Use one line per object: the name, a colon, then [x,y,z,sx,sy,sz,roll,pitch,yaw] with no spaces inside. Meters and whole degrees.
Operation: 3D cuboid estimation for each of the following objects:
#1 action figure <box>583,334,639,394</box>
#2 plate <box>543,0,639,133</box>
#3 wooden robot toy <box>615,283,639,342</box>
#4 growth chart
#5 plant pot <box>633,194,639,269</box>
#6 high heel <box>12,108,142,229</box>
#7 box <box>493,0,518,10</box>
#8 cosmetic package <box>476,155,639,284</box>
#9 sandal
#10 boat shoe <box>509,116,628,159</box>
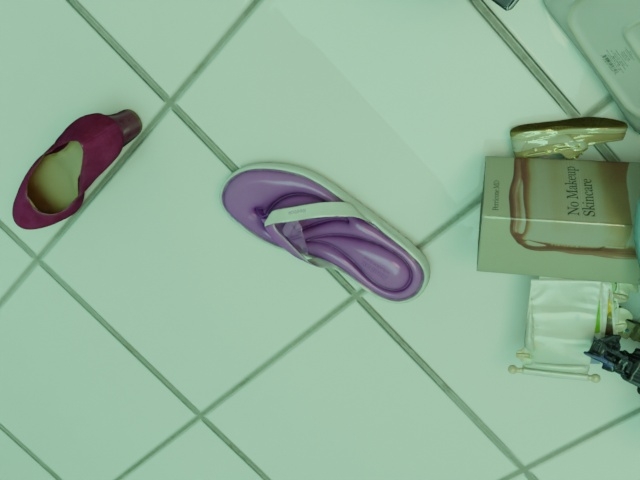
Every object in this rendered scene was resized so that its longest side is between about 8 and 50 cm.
action figure: [0.601,0.202,0.969,0.341,0.178,0.330,17,100,-21]
plate: [0.451,-0.270,0.817,0.277,0.045,0.278,49,160,-9]
wooden robot toy: [0.490,0.110,1.056,0.173,0.076,0.079,26,106,3]
growth chart: [0.415,0.132,1.027,0.171,0.021,0.238,9,110,13]
plant pot: [0.601,0.018,0.687,0.333,0.341,0.341,-21,107,-1]
high heel: [-0.500,-0.114,1.160,0.377,0.181,0.127,-38,99,25]
box: [0.149,-0.470,0.744,0.343,0.313,0.179,34,124,-4]
cosmetic package: [0.395,-0.033,0.954,0.295,0.153,0.129,3,137,12]
sandal: [0.005,-0.013,1.112,0.416,0.102,0.170,25,117,4]
boat shoe: [0.385,-0.155,0.975,0.169,0.063,0.059,0,116,25]
